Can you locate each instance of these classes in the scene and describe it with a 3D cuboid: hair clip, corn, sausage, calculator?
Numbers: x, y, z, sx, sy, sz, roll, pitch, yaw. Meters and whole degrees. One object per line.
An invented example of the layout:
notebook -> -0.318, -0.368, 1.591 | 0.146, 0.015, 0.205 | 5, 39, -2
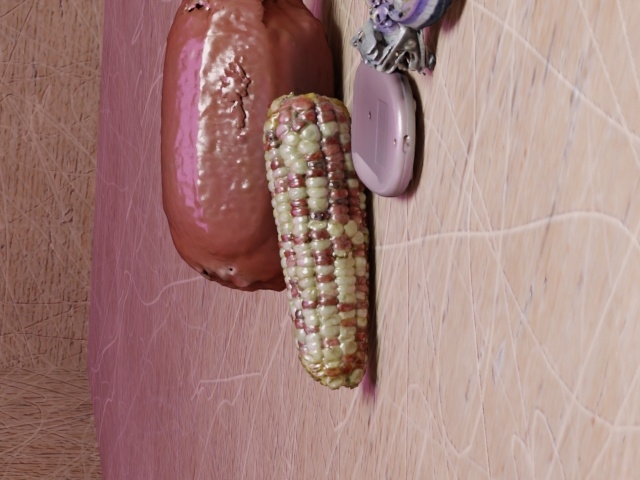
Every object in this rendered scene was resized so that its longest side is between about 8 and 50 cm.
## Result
hair clip -> 0.067, -0.191, 1.230 | 0.116, 0.049, 0.172 | 56, 139, 44
corn -> 0.000, 0.000, 1.447 | 0.079, 0.079, 0.237 | 158, 107, -77
sausage -> -0.060, -0.091, 1.555 | 0.152, 0.152, 0.279 | -153, 63, -76
calculator -> 0.044, -0.086, 1.369 | 0.166, 0.024, 0.103 | -131, 41, -73
